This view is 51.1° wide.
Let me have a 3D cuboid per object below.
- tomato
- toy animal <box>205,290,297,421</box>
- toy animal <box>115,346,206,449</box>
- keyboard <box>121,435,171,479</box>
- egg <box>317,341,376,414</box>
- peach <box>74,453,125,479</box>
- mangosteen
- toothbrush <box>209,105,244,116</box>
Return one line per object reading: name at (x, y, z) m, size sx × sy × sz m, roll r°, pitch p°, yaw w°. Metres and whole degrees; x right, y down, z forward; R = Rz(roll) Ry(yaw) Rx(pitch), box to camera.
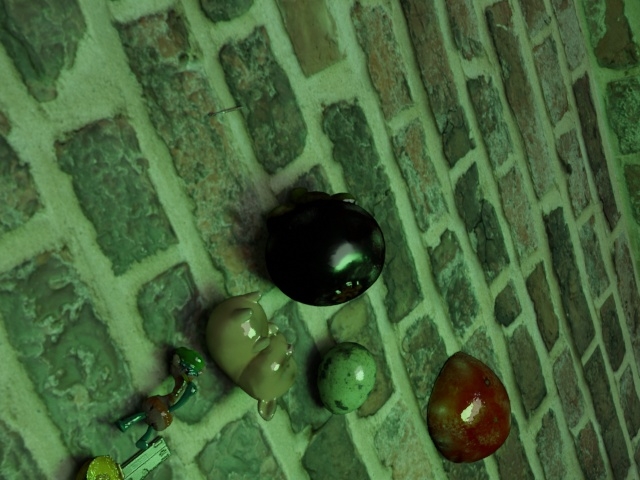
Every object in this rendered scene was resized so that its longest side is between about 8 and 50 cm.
tomato at (0.471, 0.516, 2.006) m, size 0.338 × 0.143 × 0.339 m, roll 2°, pitch 87°, yaw -41°
toy animal at (-0.144, 0.233, 1.411) m, size 0.250 × 0.154 × 0.166 m, roll 61°, pitch 30°, yaw -18°
toy animal at (-0.297, 0.305, 1.298) m, size 0.208 × 0.103 × 0.100 m, roll -47°, pitch 121°, yaw -33°
keyboard at (-0.351, 0.440, 1.306) m, size 0.129 × 0.015 × 0.049 m, roll -35°, pitch 107°, yaw -38°
egg at (0.061, 0.333, 1.617) m, size 0.141 × 0.141 × 0.182 m, roll 8°, pitch 101°, yaw -43°
peach at (-0.408, 0.440, 1.220) m, size 0.098 × 0.061 × 0.098 m, roll 39°, pitch 45°, yaw -53°
mangosteen at (0.000, 0.000, 1.516) m, size 0.275 × 0.275 × 0.302 m, roll 7°, pitch 49°, yaw -43°
toothbrush at (-0.204, -0.283, 1.464) m, size 0.097 × 0.008 × 0.006 m, roll -26°, pitch 121°, yaw -42°
